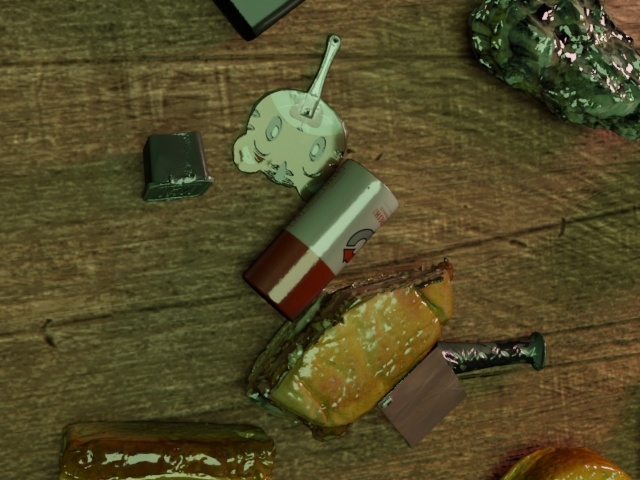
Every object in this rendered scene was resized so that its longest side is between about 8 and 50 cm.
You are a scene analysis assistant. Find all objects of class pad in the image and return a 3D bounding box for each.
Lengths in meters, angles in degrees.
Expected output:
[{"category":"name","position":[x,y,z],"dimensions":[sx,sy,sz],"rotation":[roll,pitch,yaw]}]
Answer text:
[{"category":"pad","position":[0.144,0.219,1.472],"dimensions":[0.113,0.006,0.188],"rotation":[-44,147,-7]}]

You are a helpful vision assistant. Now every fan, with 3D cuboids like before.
[{"category":"fan","position":[-0.017,-0.174,1.462],"dimensions":[0.152,0.008,0.227],"rotation":[23,89,-15]}]

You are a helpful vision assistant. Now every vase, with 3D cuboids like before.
[{"category":"vase","position":[0.237,0.164,1.533],"dimensions":[0.167,0.059,0.059],"rotation":[-4,95,-15]}]

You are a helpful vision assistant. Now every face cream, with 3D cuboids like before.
[{"category":"face cream","position":[0.000,0.000,1.435],"dimensions":[0.096,0.096,0.214],"rotation":[44,83,-14]}]

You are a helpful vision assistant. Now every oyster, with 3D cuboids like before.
[{"category":"oyster","position":[0.371,-0.245,1.501],"dimensions":[0.351,0.158,0.162],"rotation":[31,121,-3]}]

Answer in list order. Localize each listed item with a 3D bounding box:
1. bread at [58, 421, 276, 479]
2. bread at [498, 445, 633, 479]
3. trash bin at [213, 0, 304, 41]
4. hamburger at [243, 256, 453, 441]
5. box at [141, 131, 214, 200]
[{"category":"bread","position":[-0.205,0.334,1.399],"dimensions":[0.274,0.114,0.185],"rotation":[4,93,-14]},{"category":"bread","position":[0.360,0.369,1.538],"dimensions":[0.229,0.143,0.139],"rotation":[-5,96,-17]},{"category":"trash bin","position":[-0.049,-0.386,1.384],"dimensions":[0.225,0.115,0.165],"rotation":[-41,103,-7]},{"category":"hamburger","position":[0.043,0.144,1.429],"dimensions":[0.282,0.155,0.245],"rotation":[0,98,-20]},{"category":"box","position":[-0.187,-0.094,1.369],"dimensions":[0.084,0.122,0.069],"rotation":[-7,84,-16]}]
